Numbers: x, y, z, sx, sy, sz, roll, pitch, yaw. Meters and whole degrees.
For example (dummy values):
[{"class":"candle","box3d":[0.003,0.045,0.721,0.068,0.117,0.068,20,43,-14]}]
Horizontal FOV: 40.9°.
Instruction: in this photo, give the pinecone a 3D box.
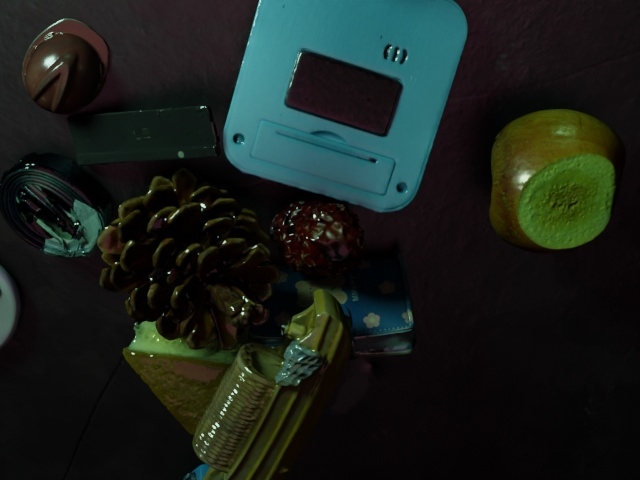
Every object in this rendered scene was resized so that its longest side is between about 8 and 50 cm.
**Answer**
[{"class":"pinecone","box3d":[-0.136,0.030,0.966,0.212,0.168,0.186,24,110,28]}]

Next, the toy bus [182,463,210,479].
[{"class":"toy bus","box3d":[-0.141,0.401,1.126,0.113,0.246,0.134,34,98,-17]}]

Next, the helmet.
[{"class":"helmet","box3d":[-0.285,-0.183,0.941,0.089,0.057,0.111,29,111,-13]}]

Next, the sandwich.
[{"class":"sandwich","box3d":[-0.128,0.170,1.085,0.235,0.122,0.128,10,111,-5]}]

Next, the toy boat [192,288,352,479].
[{"class":"toy boat","box3d":[-0.066,0.188,0.969,0.115,0.089,0.310,21,116,-14]}]

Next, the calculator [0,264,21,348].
[{"class":"calculator","box3d":[-0.522,0.062,1.054,0.298,0.041,0.186,14,113,-12]}]

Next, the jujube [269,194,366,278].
[{"class":"jujube","box3d":[0.004,0.000,0.989,0.104,0.166,0.104,-5,103,-23]}]

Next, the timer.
[{"class":"timer","box3d":[0.024,-0.176,0.968,0.231,0.091,0.250,16,102,-10]}]

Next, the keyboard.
[{"class":"keyboard","box3d":[-0.199,-0.116,0.958,0.195,0.018,0.060,0,112,25]}]

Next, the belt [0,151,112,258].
[{"class":"belt","box3d":[-0.311,-0.039,1.007,0.140,0.058,0.105,40,110,-20]}]

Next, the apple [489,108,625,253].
[{"class":"apple","box3d":[0.265,-0.069,0.964,0.147,0.163,0.146,2,125,12]}]

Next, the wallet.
[{"class":"wallet","box3d":[0.012,0.082,1.039,0.202,0.141,0.059,-5,141,-1]}]
